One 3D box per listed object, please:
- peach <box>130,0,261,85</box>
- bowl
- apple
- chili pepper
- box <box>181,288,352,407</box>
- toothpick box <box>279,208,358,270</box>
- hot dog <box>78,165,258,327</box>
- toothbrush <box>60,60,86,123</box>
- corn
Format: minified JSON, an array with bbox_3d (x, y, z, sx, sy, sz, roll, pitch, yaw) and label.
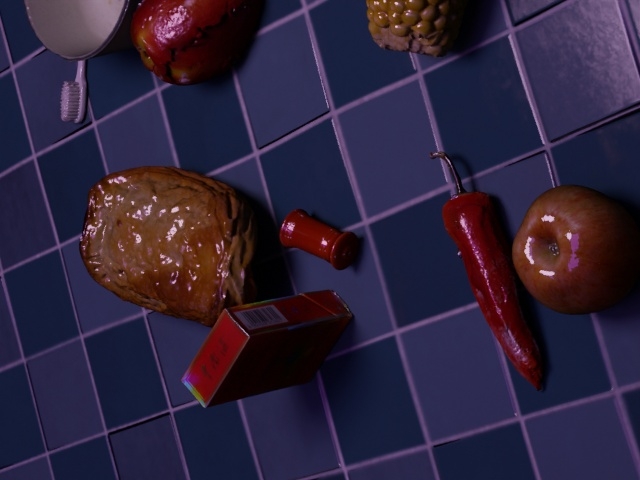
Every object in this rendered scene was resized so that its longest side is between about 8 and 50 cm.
[{"bbox_3d":[-0.132,-0.246,1.862,0.172,0.127,0.092,-38,59,10],"label":"peach"},{"bbox_3d":[-0.249,-0.315,1.937,0.211,0.112,0.211,3,94,44],"label":"bowl"},{"bbox_3d":[0.243,0.012,1.553,0.126,0.102,0.126,5,98,41],"label":"apple"},{"bbox_3d":[0.168,0.028,1.655,0.059,0.050,0.267,-24,79,24],"label":"chili pepper"},{"bbox_3d":[-0.057,0.114,1.772,0.048,0.175,0.112,47,121,26],"label":"box"},{"bbox_3d":[0.000,0.000,1.798,0.083,0.047,0.047,25,110,36],"label":"toothpick box"},{"bbox_3d":[-0.156,0.011,1.894,0.259,0.114,0.175,19,101,36],"label":"hot dog"},{"bbox_3d":[-0.301,-0.299,2.041,0.025,0.030,0.307,16,104,47],"label":"toothbrush"},{"bbox_3d":[0.110,-0.355,1.618,0.130,0.130,0.346,21,110,38],"label":"corn"}]
